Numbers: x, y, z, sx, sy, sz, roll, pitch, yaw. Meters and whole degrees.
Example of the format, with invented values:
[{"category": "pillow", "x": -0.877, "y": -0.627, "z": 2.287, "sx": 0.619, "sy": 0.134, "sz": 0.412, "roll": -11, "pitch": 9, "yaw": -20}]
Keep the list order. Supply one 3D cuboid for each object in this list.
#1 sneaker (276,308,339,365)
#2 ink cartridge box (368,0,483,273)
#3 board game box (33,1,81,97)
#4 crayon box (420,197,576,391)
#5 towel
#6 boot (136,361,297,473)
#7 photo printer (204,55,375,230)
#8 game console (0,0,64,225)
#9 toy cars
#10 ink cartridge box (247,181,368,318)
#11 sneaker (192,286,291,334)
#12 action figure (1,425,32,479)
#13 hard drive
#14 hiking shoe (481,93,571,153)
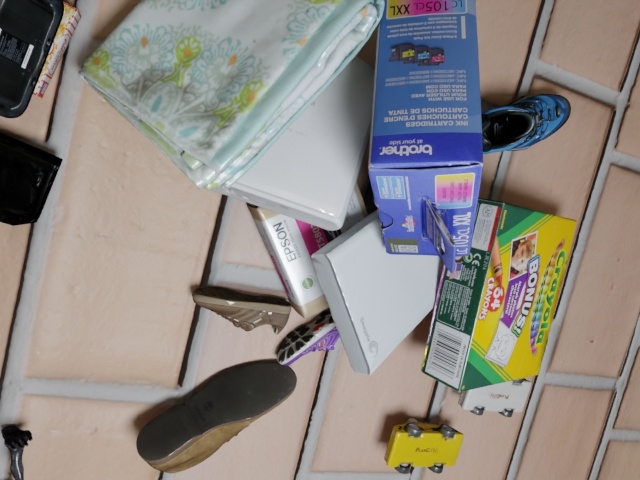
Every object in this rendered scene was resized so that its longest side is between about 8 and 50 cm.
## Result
[{"category": "sneaker", "x": -0.006, "y": 0.202, "z": 0.957, "sx": 0.170, "sy": 0.068, "sz": 0.071, "roll": -30, "pitch": 114, "yaw": -12}, {"category": "ink cartridge box", "x": 0.166, "y": -0.149, "z": 0.753, "sx": 0.151, "sy": 0.270, "sz": 0.394, "roll": 2, "pitch": 65, "yaw": 14}, {"category": "board game box", "x": -0.483, "y": -0.324, "z": 0.707, "sx": 0.194, "sy": 0.045, "sz": 0.146, "roll": 26, "pitch": 90, "yaw": -21}, {"category": "crayon box", "x": 0.381, "y": 0.110, "z": 1.004, "sx": 0.313, "sy": 0.106, "sz": 0.362, "roll": 6, "pitch": 99, "yaw": -39}, {"category": "towel", "x": -0.141, "y": -0.292, "z": 0.717, "sx": 0.321, "sy": 0.090, "sz": 0.374, "roll": 40, "pitch": 84, "yaw": 19}, {"category": "boot", "x": -0.184, "y": 0.335, "z": 0.919, "sx": 0.306, "sy": 0.112, "sz": 0.115, "roll": -24, "pitch": 137, "yaw": -19}, {"category": "photo printer", "x": -0.041, "y": -0.198, "z": 0.802, "sx": 0.256, "sy": 0.107, "sz": 0.307, "roll": 20, "pitch": 76, "yaw": -5}, {"category": "game console", "x": -0.467, "y": -0.202, "z": 0.697, "sx": 0.213, "sy": 0.044, "sz": 0.361, "roll": 25, "pitch": 105, "yaw": -22}, {"category": "toy cars", "x": 0.302, "y": 0.392, "z": 1.091, "sx": 0.394, "sy": 0.087, "sz": 0.176, "roll": -30, "pitch": 113, "yaw": -15}, {"category": "ink cartridge box", "x": 0.000, "y": 0.000, "z": 0.910, "sx": 0.194, "sy": 0.088, "sz": 0.234, "roll": -27, "pitch": 108, "yaw": -14}, {"category": "sneaker", "x": -0.148, "y": 0.136, "z": 0.895, "sx": 0.189, "sy": 0.066, "sz": 0.071, "roll": 12, "pitch": 101, "yaw": -19}, {"category": "action figure", "x": -0.532, "y": 0.460, "z": 0.783, "sx": 0.164, "sy": 0.141, "sz": 0.275, "roll": -4, "pitch": 100, "yaw": -30}, {"category": "hard drive", "x": 0.146, "y": 0.051, "z": 0.906, "sx": 0.353, "sy": 0.047, "sz": 0.232, "roll": -34, "pitch": 111, "yaw": -40}, {"category": "hiking shoe", "x": 0.407, "y": -0.230, "z": 0.985, "sx": 0.304, "sy": 0.132, "sz": 0.113, "roll": -20, "pitch": 106, "yaw": -15}]
